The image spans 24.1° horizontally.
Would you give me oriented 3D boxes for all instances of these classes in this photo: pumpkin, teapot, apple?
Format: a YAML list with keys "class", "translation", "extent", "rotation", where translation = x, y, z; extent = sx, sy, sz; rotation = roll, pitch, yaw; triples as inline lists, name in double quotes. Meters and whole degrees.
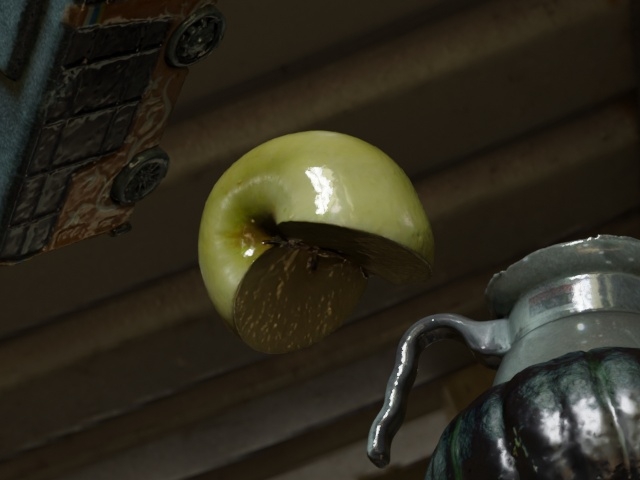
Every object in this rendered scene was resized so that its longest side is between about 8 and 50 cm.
- class: "pumpkin"
  translation: [0.153, 0.137, 0.810]
  extent: [0.202, 0.140, 0.202]
  rotation: [-8, -38, -6]
- class: "teapot"
  translation: [0.219, 0.138, 1.357]
  extent: [0.305, 0.285, 0.223]
  rotation: [-29, -42, 36]
- class: "apple"
  translation: [-0.011, -0.013, 1.931]
  extent: [0.295, 0.233, 0.257]
  rotation: [-39, -29, 29]

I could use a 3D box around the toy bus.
- class: "toy bus"
  translation: [-0.210, -0.148, 1.220]
  extent: [0.194, 0.162, 0.323]
  rotation: [-22, -32, -46]
